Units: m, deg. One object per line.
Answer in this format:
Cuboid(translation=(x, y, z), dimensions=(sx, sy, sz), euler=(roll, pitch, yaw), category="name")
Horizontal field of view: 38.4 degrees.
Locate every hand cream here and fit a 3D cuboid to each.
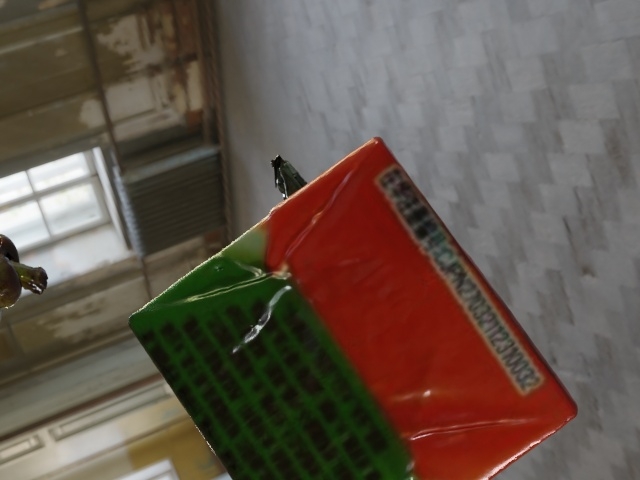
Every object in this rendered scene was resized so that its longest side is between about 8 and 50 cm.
Cuboid(translation=(0.000, 0.000, 1.198), dimensions=(0.248, 0.052, 0.075), euler=(55, 141, 20), category="hand cream")

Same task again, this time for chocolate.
Cuboid(translation=(0.036, 0.132, 1.003), dimensions=(0.360, 0.341, 0.161), euler=(55, -173, 6), category="chocolate")

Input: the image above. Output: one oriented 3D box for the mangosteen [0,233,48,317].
Cuboid(translation=(-0.667, 0.078, 1.589), dimensions=(0.297, 0.293, 0.297), euler=(-6, -90, -69), category="mangosteen")
